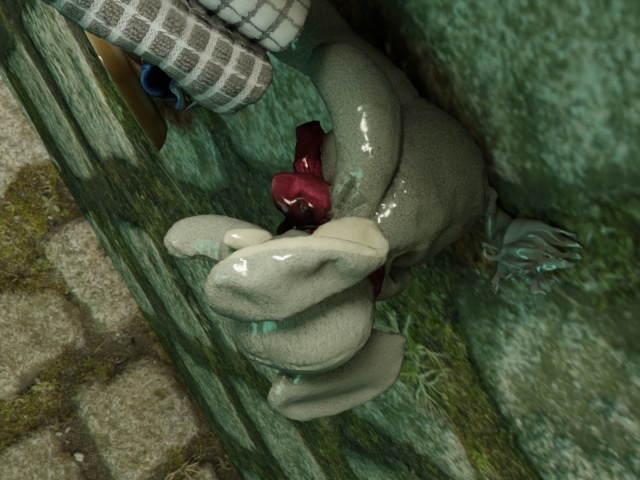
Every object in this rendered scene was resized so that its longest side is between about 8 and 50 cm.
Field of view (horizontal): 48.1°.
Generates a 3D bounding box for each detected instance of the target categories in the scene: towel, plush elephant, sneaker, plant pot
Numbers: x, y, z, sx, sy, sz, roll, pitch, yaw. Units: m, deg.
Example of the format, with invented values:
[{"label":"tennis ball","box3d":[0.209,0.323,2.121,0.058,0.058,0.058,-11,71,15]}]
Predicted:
[{"label":"towel","box3d":[-0.154,-0.217,0.548,0.235,0.121,0.284,28,-166,-28]},{"label":"plush elephant","box3d":[0.000,0.000,0.588,0.330,0.255,0.272,39,151,34]},{"label":"sneaker","box3d":[-0.192,-0.220,0.883,0.221,0.087,0.083,32,146,43]},{"label":"plant pot","box3d":[-0.277,-0.238,1.018,0.236,0.032,0.236,61,176,7]}]
